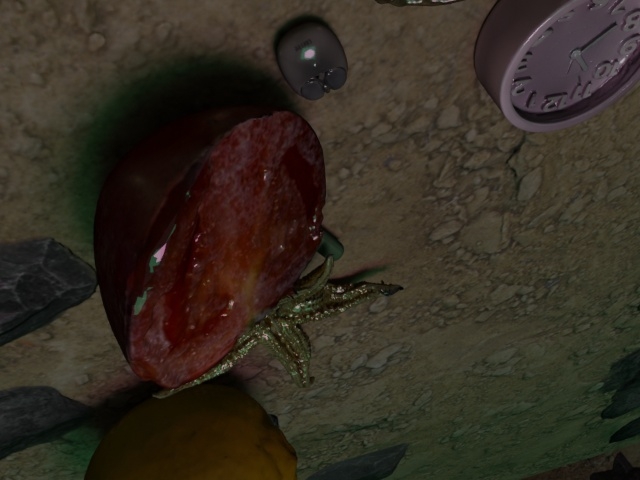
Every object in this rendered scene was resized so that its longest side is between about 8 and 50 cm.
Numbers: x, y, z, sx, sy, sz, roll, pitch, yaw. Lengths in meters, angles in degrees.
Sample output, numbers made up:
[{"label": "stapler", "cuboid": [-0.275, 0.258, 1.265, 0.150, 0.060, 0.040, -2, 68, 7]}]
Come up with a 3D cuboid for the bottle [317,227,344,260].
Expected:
[{"label": "bottle", "cuboid": [0.000, 0.000, 0.927, 0.030, 0.030, 0.083, -33, 143, 15]}]

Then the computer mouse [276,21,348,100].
[{"label": "computer mouse", "cuboid": [-0.005, -0.173, 0.684, 0.066, 0.039, 0.096, -26, 145, 6]}]

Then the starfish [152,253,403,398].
[{"label": "starfish", "cuboid": [-0.078, 0.116, 0.997, 0.358, 0.078, 0.347, 15, 132, -41]}]

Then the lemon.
[{"label": "lemon", "cuboid": [-0.202, 0.396, 1.096, 0.348, 0.348, 0.348, -14, 144, -11]}]

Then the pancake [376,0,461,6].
[{"label": "pancake", "cuboid": [0.097, -0.303, 0.561, 0.242, 0.050, 0.241, -9, 138, -8]}]

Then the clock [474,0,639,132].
[{"label": "clock", "cuboid": [0.273, -0.213, 0.756, 0.197, 0.068, 0.196, -15, 145, -11]}]

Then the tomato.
[{"label": "tomato", "cuboid": [-0.140, -0.016, 0.717, 0.309, 0.170, 0.308, -41, 146, -37]}]
